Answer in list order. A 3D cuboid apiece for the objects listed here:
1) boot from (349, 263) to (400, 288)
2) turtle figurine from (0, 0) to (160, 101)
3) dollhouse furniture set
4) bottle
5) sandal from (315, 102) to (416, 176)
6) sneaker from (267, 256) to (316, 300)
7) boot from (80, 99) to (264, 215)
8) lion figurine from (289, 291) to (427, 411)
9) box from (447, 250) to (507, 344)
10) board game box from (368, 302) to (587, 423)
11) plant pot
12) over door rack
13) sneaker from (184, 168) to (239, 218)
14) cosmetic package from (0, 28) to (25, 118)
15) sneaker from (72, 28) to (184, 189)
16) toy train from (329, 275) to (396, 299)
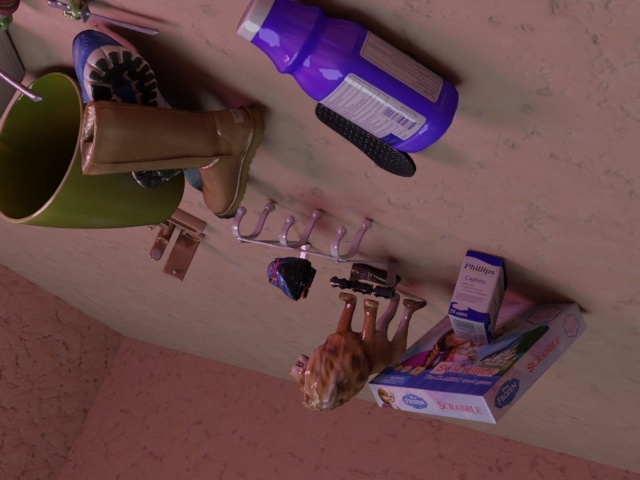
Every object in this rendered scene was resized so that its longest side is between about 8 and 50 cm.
[{"bbox_3d":[0.124,0.091,1.762,0.114,0.037,0.106,15,162,5],"label":"boot"},{"bbox_3d":[-0.432,-0.298,1.079,0.266,0.197,0.275,5,151,48],"label":"turtle figurine"},{"bbox_3d":[-0.363,0.006,1.905,0.144,0.123,0.151,28,159,-17],"label":"dollhouse furniture set"},{"bbox_3d":[0.032,-0.214,0.966,0.283,0.092,0.118,28,159,-17],"label":"bottle"},{"bbox_3d":[0.075,-0.160,1.158,0.179,0.040,0.067,36,155,1],"label":"sandal"},{"bbox_3d":[-0.067,0.070,1.511,0.087,0.083,0.221,19,172,7],"label":"sneaker"},{"bbox_3d":[-0.245,-0.127,1.228,0.270,0.089,0.236,-7,137,-32],"label":"boot"},{"bbox_3d":[0.107,0.237,1.673,0.142,0.240,0.392,12,-176,41],"label":"lion figurine"},{"bbox_3d":[0.300,0.110,1.467,0.072,0.137,0.126,12,158,22],"label":"box"},{"bbox_3d":[0.309,0.231,1.545,0.319,0.318,0.065,-8,112,53],"label":"board game box"},{"bbox_3d":[-0.410,-0.129,1.451,0.275,0.274,0.294,5,170,39],"label":"plant pot"},{"bbox_3d":[0.000,0.000,1.572,0.240,0.108,0.324,12,173,26],"label":"over door rack"},{"bbox_3d":[-0.212,-0.126,1.490,0.072,0.077,0.178,-16,129,6],"label":"sneaker"},{"bbox_3d":[-0.729,-0.340,1.333,0.366,0.155,0.197,22,161,-2],"label":"cosmetic package"},{"bbox_3d":[-0.304,-0.217,1.269,0.147,0.130,0.330,50,167,33],"label":"sneaker"},{"bbox_3d":[0.092,0.101,1.637,0.158,0.027,0.036,11,176,31],"label":"toy train"}]
